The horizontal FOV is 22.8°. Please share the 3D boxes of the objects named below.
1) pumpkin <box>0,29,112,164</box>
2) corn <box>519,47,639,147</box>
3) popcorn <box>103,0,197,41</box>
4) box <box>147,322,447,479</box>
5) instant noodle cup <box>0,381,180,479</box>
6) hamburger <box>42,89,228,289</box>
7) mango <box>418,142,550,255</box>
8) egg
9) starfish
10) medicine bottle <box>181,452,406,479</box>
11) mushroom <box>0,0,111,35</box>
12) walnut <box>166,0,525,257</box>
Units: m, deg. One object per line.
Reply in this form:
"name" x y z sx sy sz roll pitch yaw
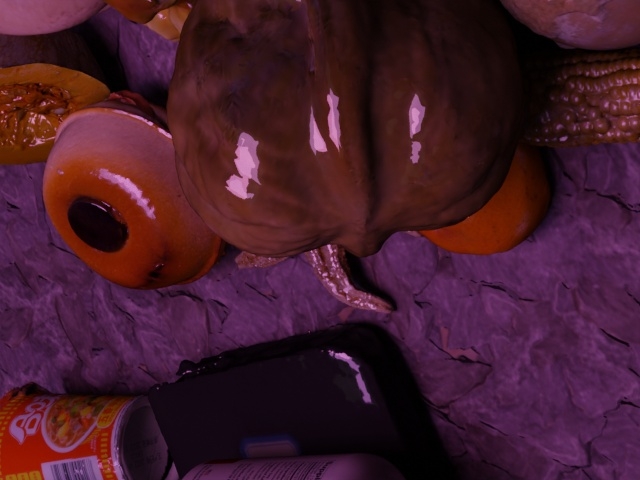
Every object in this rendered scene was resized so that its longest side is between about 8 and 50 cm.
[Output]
"pumpkin" -0.338 -0.175 1.765 0.217 0.217 0.110 -29 58 45
"corn" 0.261 -0.120 1.333 0.288 0.086 0.086 3 113 40
"popcorn" -0.100 -0.303 1.451 0.224 0.270 0.258 18 167 37
"box" -0.008 0.275 1.765 0.359 0.091 0.350 -15 102 44
"instant noodle cup" -0.281 0.260 1.943 0.212 0.193 0.193 -11 104 35
"hamburger" -0.195 -0.049 1.721 0.237 0.147 0.236 22 135 24
"mango" 0.115 -0.080 1.466 0.141 0.102 0.217 -35 88 40
"egg" 0.206 -0.237 1.265 0.201 0.164 0.164 41 132 23
"starfish" -0.001 0.002 1.647 0.247 0.050 0.138 19 125 36
"medicine bottle" -0.006 0.296 1.609 0.289 0.157 0.157 -8 106 36
"mushroom" -0.279 -0.315 1.620 0.254 0.260 0.234 15 157 25
"walnut" 0.017 -0.124 1.309 0.253 0.282 0.276 123 147 -50
